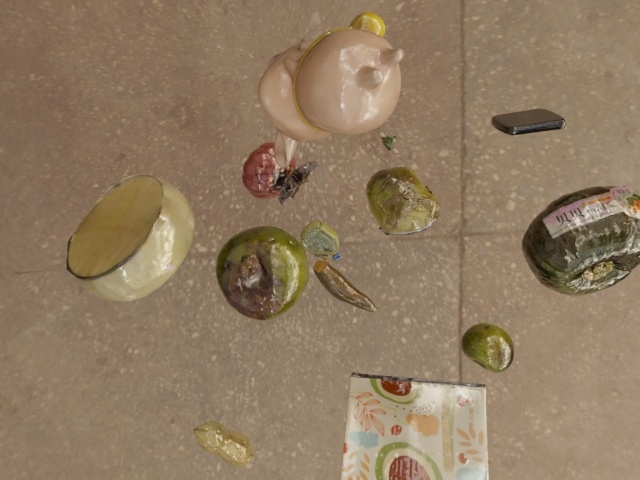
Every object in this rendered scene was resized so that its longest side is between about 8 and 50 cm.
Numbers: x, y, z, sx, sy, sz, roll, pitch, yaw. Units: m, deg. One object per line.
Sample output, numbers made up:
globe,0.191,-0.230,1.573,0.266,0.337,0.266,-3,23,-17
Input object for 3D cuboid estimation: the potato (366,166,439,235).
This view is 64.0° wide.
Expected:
potato,0.296,-0.166,1.950,0.246,0.299,0.196,-38,127,-6

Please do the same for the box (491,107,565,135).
box,0.445,-0.255,1.109,0.125,0.126,0.027,-8,115,2

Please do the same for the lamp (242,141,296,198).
lamp,-0.160,-0.214,1.546,0.140,0.182,0.182,40,105,25

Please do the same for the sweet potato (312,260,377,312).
sweet potato,0.071,0.154,1.589,0.243,0.077,0.077,43,101,-1

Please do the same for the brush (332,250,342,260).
brush,0.038,0.012,1.986,0.033,0.179,0.030,-29,135,5

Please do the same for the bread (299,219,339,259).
bread,0.000,0.000,1.890,0.156,0.064,0.117,31,112,-16

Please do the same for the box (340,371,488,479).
box,0.232,0.544,1.263,0.344,0.385,0.122,2,150,11

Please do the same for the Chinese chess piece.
Chinese chess piece,-0.367,-0.007,0.997,0.257,0.257,0.104,-35,137,8

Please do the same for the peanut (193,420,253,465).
peanut,-0.309,0.656,1.660,0.117,0.101,0.263,-23,129,28

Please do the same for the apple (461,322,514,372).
apple,0.630,0.399,1.923,0.196,0.196,0.157,37,74,-13

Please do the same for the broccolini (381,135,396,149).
broccolini,0.229,-0.337,1.738,0.052,0.194,0.054,17,101,5

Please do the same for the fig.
fig,-0.107,0.066,1.007,0.180,0.191,0.181,-2,76,7

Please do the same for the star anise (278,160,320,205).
star anise,-0.056,-0.149,1.261,0.042,0.141,0.141,44,101,3

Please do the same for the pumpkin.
pumpkin,0.537,-0.007,1.053,0.260,0.189,0.260,-8,141,-6

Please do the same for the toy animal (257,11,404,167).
toy animal,0.015,-0.208,0.687,0.165,0.248,0.149,-36,105,-23
